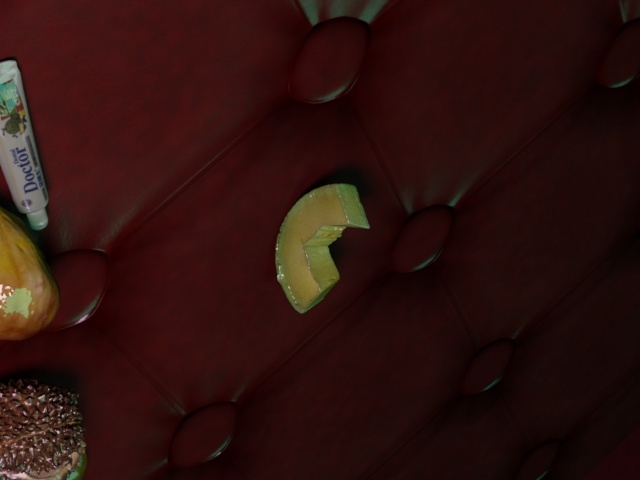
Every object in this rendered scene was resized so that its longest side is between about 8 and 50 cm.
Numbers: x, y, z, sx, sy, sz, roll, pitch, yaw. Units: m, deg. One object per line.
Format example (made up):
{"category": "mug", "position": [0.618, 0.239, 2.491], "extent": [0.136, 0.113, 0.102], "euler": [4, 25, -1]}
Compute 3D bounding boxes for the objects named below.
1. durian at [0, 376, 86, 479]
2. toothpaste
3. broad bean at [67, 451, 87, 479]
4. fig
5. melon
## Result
{"category": "durian", "position": [-0.422, 0.280, 1.961], "extent": [0.196, 0.167, 0.196], "euler": [-18, 134, -20]}
{"category": "toothpaste", "position": [-0.379, -0.111, 1.747], "extent": [0.067, 0.037, 0.255], "euler": [-29, 136, -22]}
{"category": "broad bean", "position": [-0.469, 0.456, 2.159], "extent": [0.339, 0.061, 0.077], "euler": [-49, 151, 4]}
{"category": "fig", "position": [-0.416, 0.005, 1.752], "extent": [0.159, 0.159, 0.257], "euler": [-21, 117, -31]}
{"category": "melon", "position": [0.000, 0.000, 2.160], "extent": [0.064, 0.118, 0.209], "euler": [-17, 148, -53]}
